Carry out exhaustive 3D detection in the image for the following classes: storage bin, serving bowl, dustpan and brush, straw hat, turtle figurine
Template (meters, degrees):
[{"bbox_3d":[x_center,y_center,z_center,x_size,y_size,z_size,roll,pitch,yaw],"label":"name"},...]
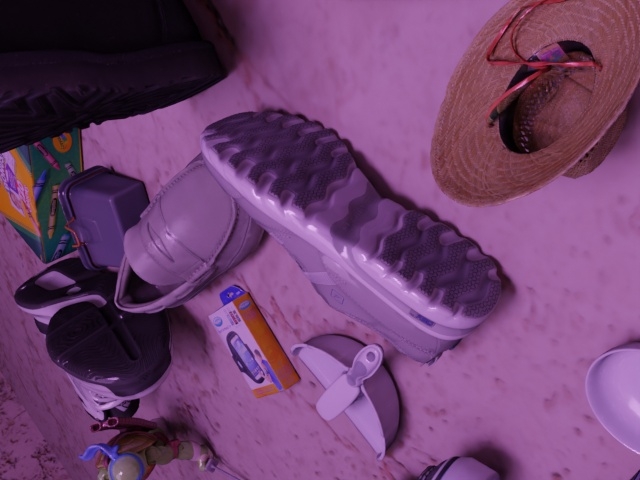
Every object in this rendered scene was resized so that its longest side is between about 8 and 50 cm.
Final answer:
[{"bbox_3d":[-0.273,-0.022,0.856,0.091,0.098,0.135,9,121,35],"label":"storage bin"},{"bbox_3d":[0.210,0.097,0.403,0.083,0.027,0.083,30,136,35],"label":"serving bowl"},{"bbox_3d":[0.031,0.134,0.617,0.147,0.060,0.211,49,143,15],"label":"dustpan and brush"},{"bbox_3d":[0.129,-0.070,0.347,0.061,0.144,0.144,28,156,-28],"label":"straw hat"},{"bbox_3d":[-0.272,0.398,1.043,0.275,0.197,0.266,31,169,-13],"label":"turtle figurine"}]

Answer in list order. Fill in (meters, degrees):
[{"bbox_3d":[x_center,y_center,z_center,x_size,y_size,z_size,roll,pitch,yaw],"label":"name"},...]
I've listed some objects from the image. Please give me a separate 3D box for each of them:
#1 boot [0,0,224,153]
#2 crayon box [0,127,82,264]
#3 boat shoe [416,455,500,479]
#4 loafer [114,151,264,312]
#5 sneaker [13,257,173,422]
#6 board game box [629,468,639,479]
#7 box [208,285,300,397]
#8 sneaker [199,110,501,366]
[{"bbox_3d":[-0.274,-0.291,0.456,0.146,0.367,0.445,-19,100,22],"label":"boot"},{"bbox_3d":[-0.439,-0.117,0.989,0.165,0.081,0.278,42,141,22],"label":"crayon box"},{"bbox_3d":[0.077,0.299,0.625,0.119,0.121,0.335,32,138,27],"label":"boat shoe"},{"bbox_3d":[-0.150,0.005,0.700,0.112,0.111,0.319,53,144,9],"label":"loafer"},{"bbox_3d":[-0.309,0.189,1.018,0.448,0.169,0.257,17,137,52],"label":"sneaker"},{"bbox_3d":[0.183,0.259,0.444,0.060,0.194,0.194,37,159,25],"label":"board game box"},{"bbox_3d":[-0.086,0.121,0.778,0.136,0.028,0.081,57,145,1],"label":"box"},{"bbox_3d":[0.000,0.000,0.522,0.281,0.105,0.115,42,140,22],"label":"sneaker"}]
